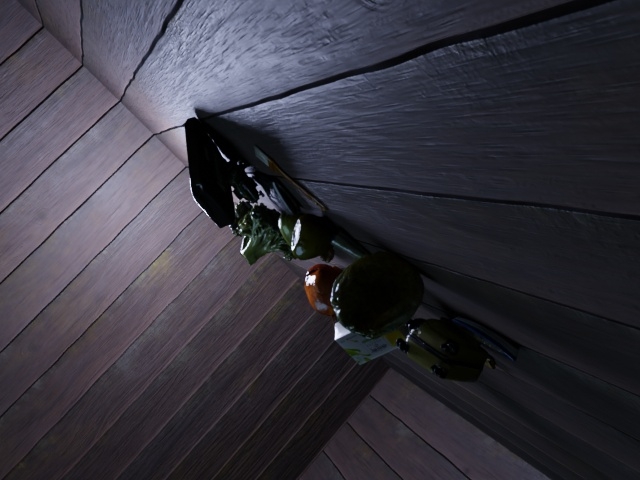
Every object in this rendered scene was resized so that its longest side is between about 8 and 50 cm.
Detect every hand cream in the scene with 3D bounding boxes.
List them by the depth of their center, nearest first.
[{"bbox_3d":[0.126,0.043,1.862,0.235,0.055,0.086,36,174,-5],"label":"hand cream"}]

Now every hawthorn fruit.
[{"bbox_3d":[0.040,0.249,2.471,0.211,0.212,0.298,86,178,-76],"label":"hawthorn fruit"}]

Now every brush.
[{"bbox_3d":[-0.097,-0.195,1.808,0.314,0.017,0.090,40,170,8],"label":"brush"}]

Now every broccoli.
[{"bbox_3d":[-0.232,-0.043,2.399,0.334,0.272,0.323,31,141,57],"label":"broccoli"}]

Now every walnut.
[{"bbox_3d":[0.000,0.000,2.058,0.170,0.069,0.142,45,-153,-38],"label":"walnut"}]

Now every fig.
[{"bbox_3d":[-0.034,-0.009,1.916,0.154,0.165,0.144,48,165,-30],"label":"fig"}]

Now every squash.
[{"bbox_3d":[-0.098,-0.044,2.164,0.123,0.123,0.186,33,164,44],"label":"squash"}]

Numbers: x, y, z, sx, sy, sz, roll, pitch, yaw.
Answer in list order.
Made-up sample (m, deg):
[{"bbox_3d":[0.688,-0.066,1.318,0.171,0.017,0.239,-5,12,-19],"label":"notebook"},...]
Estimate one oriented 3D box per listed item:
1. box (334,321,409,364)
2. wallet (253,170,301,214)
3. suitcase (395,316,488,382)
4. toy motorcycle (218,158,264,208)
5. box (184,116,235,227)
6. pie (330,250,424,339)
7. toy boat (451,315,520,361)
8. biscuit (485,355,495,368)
[{"bbox_3d":[0.219,0.392,2.378,0.194,0.261,0.111,47,-156,-27],"label":"box"},{"bbox_3d":[-0.173,-0.179,2.089,0.168,0.052,0.245,53,169,-28],"label":"wallet"},{"bbox_3d":[0.374,0.321,1.675,0.235,0.143,0.194,19,-172,-39],"label":"suitcase"},{"bbox_3d":[-0.308,-0.222,2.196,0.187,0.125,0.274,51,175,1],"label":"toy motorcycle"},{"bbox_3d":[-0.432,-0.257,2.184,0.350,0.091,0.358,66,-170,-66],"label":"box"},{"bbox_3d":[0.155,0.146,1.591,0.277,0.277,0.078,35,165,35],"label":"pie"},{"bbox_3d":[0.454,0.264,1.527,0.080,0.046,0.229,49,168,-31],"label":"toy boat"},{"bbox_3d":[0.528,0.378,1.811,0.081,0.018,0.083,34,167,40],"label":"biscuit"}]
